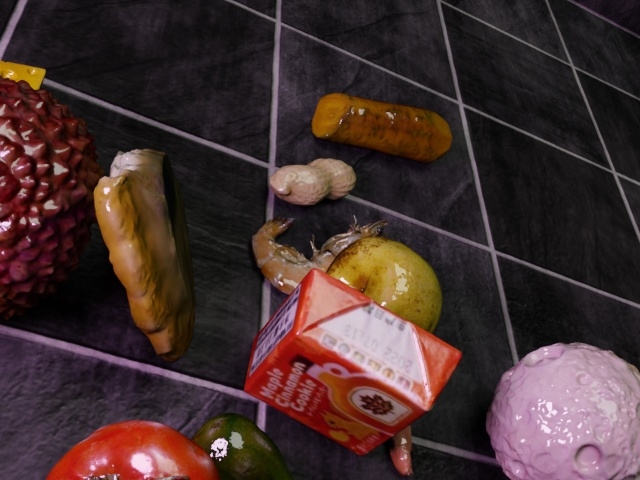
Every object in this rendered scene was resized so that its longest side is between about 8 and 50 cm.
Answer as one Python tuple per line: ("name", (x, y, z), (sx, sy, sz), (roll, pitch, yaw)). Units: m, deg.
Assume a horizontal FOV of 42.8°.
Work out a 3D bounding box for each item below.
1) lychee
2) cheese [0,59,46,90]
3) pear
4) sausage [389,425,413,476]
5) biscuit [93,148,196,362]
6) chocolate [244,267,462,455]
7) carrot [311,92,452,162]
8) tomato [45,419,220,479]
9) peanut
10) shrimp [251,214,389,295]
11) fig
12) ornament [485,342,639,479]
("lychee", (-0.403, -0.055, 0.967), (0.306, 0.306, 0.330), (35, 33, -2))
("cheese", (-0.465, -0.174, 1.196), (0.126, 0.093, 0.171), (5, 50, -33))
("pear", (0.098, 0.097, 1.270), (0.197, 0.197, 0.197), (20, 42, -19))
("sausage", (0.120, 0.278, 1.227), (0.042, 0.036, 0.157), (26, 41, -27))
("biscuit", (-0.219, -0.019, 1.081), (0.078, 0.329, 0.335), (-11, 44, -2))
("chocolate", (0.029, 0.177, 1.112), (0.235, 0.237, 0.108), (31, 53, -7))
("carrot", (0.135, -0.233, 1.681), (0.302, 0.114, 0.114), (8, 48, -30))
("tomato", (-0.204, 0.279, 0.893), (0.187, 0.187, 0.151), (53, 3, 18))
("peanut", (-0.013, -0.106, 1.474), (0.187, 0.082, 0.082), (-17, 63, -43))
("shrimp", (0.000, 0.000, 1.401), (0.169, 0.058, 0.296), (44, 44, 11))
("fig", (-0.089, 0.290, 1.019), (0.177, 0.117, 0.117), (36, 36, -28))
("ornament", (0.383, 0.274, 1.249), (0.259, 0.259, 0.225), (-38, 106, -50))
